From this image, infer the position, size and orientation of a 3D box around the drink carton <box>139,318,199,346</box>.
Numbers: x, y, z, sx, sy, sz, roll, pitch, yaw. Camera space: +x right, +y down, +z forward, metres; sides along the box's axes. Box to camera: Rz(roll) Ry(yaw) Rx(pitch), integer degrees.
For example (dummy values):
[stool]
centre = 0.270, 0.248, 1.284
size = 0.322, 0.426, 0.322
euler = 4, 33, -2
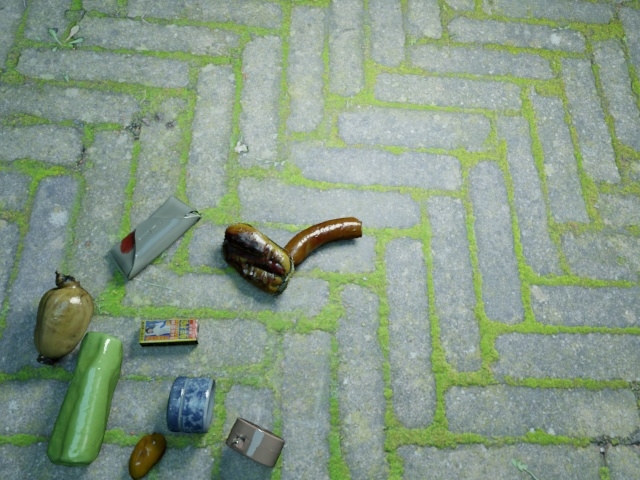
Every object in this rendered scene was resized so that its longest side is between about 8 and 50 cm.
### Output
[drink carton]
centre = -0.446, 0.274, 1.407
size = 0.165, 0.056, 0.071
euler = -1, 61, -7

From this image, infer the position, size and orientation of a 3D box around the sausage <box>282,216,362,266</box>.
[sausage]
centre = -0.003, -0.004, 1.555
size = 0.301, 0.076, 0.103
euler = -23, 73, -15

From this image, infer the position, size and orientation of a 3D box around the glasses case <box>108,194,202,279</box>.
[glasses case]
centre = -0.526, -0.022, 1.496
size = 0.128, 0.083, 0.308
euler = 40, 69, 9

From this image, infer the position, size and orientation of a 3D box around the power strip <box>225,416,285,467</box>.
[power strip]
centre = -0.176, 0.542, 1.280
size = 0.154, 0.154, 0.078
euler = 26, 70, 4

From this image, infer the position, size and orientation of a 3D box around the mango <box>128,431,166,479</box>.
[mango]
centre = -0.472, 0.583, 1.279
size = 0.077, 0.063, 0.127
euler = 34, 69, -2

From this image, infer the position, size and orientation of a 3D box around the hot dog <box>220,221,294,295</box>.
[hot dog]
centre = -0.201, 0.059, 1.478
size = 0.270, 0.082, 0.163
euler = 34, 111, 11

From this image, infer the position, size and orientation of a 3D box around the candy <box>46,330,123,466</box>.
[candy]
centre = -0.632, 0.423, 1.282
size = 0.131, 0.142, 0.344
euler = 3, 67, 8

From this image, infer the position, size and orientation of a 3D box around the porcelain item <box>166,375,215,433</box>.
[porcelain item]
centre = -0.356, 0.449, 1.299
size = 0.114, 0.147, 0.147
euler = 5, 68, -3

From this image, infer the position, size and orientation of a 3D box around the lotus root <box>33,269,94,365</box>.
[lotus root]
centre = -0.728, 0.221, 1.345
size = 0.140, 0.154, 0.257
euler = 19, 81, -39
